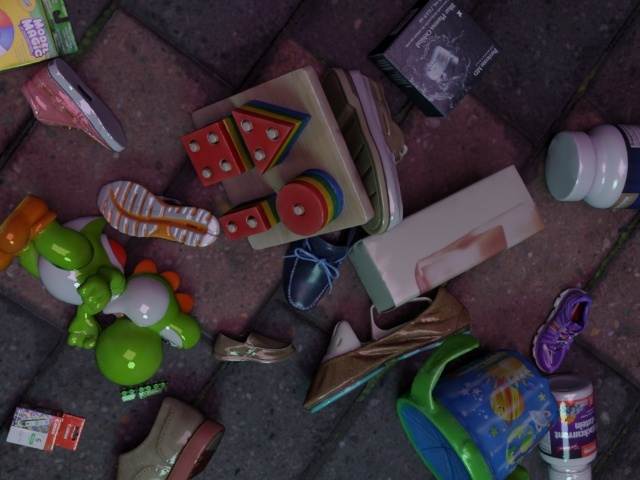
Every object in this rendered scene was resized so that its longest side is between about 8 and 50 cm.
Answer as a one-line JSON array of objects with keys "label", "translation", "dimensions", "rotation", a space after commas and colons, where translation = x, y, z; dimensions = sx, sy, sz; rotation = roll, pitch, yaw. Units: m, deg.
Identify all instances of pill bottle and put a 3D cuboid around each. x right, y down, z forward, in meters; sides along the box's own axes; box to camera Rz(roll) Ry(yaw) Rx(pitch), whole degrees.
[{"label": "pill bottle", "translation": [0.554, -0.132, 1.529], "dimensions": [0.265, 0.153, 0.153], "rotation": [0, 98, -11]}, {"label": "pill bottle", "translation": [0.464, 0.360, 1.605], "dimensions": [0.108, 0.108, 0.193], "rotation": [-9, 100, -11]}]

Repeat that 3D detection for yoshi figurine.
[{"label": "yoshi figurine", "translation": [-0.368, 0.104, 1.356], "dimensions": [0.362, 0.203, 0.203], "rotation": [36, 106, -17]}]

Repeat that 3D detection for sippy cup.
[{"label": "sippy cup", "translation": [0.291, 0.315, 1.514], "dimensions": [0.224, 0.305, 0.240], "rotation": [-33, 62, -16]}]

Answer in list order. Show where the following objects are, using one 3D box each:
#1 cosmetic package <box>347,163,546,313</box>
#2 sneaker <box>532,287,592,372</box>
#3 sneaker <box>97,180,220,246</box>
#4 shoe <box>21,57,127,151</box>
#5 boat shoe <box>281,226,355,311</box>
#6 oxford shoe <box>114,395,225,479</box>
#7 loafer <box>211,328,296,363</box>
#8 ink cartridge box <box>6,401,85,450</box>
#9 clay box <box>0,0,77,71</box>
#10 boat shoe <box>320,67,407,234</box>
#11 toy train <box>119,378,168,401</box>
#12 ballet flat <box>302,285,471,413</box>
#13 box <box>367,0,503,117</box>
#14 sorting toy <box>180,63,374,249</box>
[{"label": "cosmetic package", "translation": [0.212, 0.000, 1.454], "dimensions": [0.296, 0.153, 0.129], "rotation": [-26, 86, -10]}, {"label": "sneaker", "translation": [0.455, 0.170, 1.594], "dimensions": [0.068, 0.071, 0.169], "rotation": [20, 94, -14]}, {"label": "sneaker", "translation": [-0.265, -0.038, 1.406], "dimensions": [0.215, 0.083, 0.084], "rotation": [20, 92, 4]}, {"label": "shoe", "translation": [-0.395, -0.201, 1.364], "dimensions": [0.081, 0.063, 0.178], "rotation": [-30, 117, 16]}, {"label": "boat shoe", "translation": [0.000, 0.000, 1.460], "dimensions": [0.109, 0.089, 0.258], "rotation": [16, 95, -14]}, {"label": "oxford shoe", "translation": [-0.306, 0.427, 1.465], "dimensions": [0.130, 0.123, 0.348], "rotation": [35, 91, 12]}, {"label": "loafer", "translation": [-0.115, 0.183, 1.480], "dimensions": [0.148, 0.056, 0.050], "rotation": [0, 105, -12]}, {"label": "ink cartridge box", "translation": [-0.464, 0.320, 1.439], "dimensions": [0.115, 0.029, 0.062], "rotation": [17, 94, -14]}, {"label": "clay box", "translation": [-0.504, -0.327, 1.321], "dimensions": [0.222, 0.053, 0.127], "rotation": [-17, 102, -8]}, {"label": "boat shoe", "translation": [0.090, -0.153, 1.394], "dimensions": [0.103, 0.113, 0.302], "rotation": [-3, 68, -29]}, {"label": "toy train", "translation": [-0.305, 0.260, 1.471], "dimensions": [0.083, 0.017, 0.023], "rotation": [-11, 110, -11]}, {"label": "ballet flat", "translation": [0.102, 0.178, 1.509], "dimensions": [0.343, 0.116, 0.124], "rotation": [-26, 83, -8]}, {"label": "box", "translation": [0.196, -0.319, 1.454], "dimensions": [0.158, 0.093, 0.156], "rotation": [42, 88, -16]}, {"label": "sorting toy", "translation": [-0.082, -0.111, 1.344], "dimensions": [0.089, 0.256, 0.257], "rotation": [-38, 109, -48]}]
